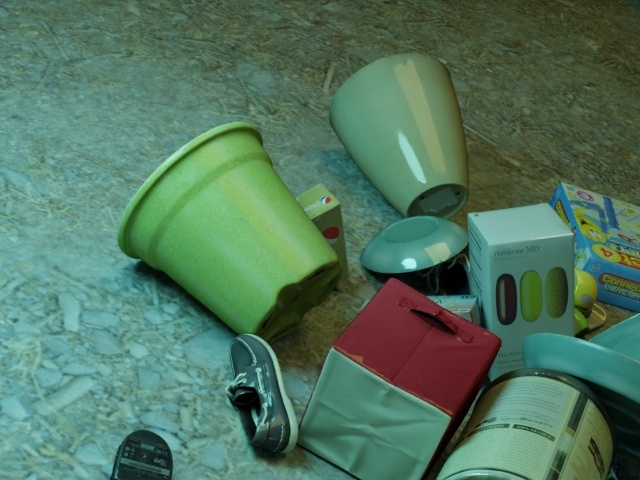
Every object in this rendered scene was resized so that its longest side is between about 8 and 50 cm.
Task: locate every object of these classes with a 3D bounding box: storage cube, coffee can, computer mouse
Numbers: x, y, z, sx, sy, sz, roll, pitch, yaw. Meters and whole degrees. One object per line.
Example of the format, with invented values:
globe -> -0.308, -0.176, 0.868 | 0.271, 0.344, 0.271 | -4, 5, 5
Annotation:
storage cube -> 0.104, 0.204, 1.604 | 0.184, 0.215, 0.193 | 30, 36, 12
coffee can -> 0.256, 0.313, 1.523 | 0.202, 0.201, 0.275 | 28, 29, 11
computer mouse -> -0.220, 0.314, 1.375 | 0.071, 0.041, 0.242 | 19, 35, -8

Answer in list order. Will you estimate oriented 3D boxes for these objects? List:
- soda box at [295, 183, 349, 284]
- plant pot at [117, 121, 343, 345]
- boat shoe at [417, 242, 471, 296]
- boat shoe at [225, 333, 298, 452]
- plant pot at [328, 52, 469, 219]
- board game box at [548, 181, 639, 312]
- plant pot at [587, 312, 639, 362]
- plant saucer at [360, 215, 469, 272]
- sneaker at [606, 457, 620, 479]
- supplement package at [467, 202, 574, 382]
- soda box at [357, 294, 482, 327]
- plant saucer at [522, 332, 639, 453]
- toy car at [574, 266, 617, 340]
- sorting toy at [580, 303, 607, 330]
soda box -> 0.000, 0.000, 1.899 | 0.061, 0.181, 0.058 | -29, 50, -19
plant pot -> -0.114, 0.011, 1.763 | 0.254, 0.276, 0.276 | 46, 35, 17
boat shoe -> 0.232, 0.063, 2.052 | 0.079, 0.095, 0.254 | 16, 36, -34
boat shoe -> -0.093, 0.200, 1.609 | 0.065, 0.075, 0.206 | 7, 37, -31
plant pot -> 0.178, -0.174, 2.289 | 0.257, 0.256, 0.274 | 3, 50, -31
board game box -> 0.627, 0.030, 2.379 | 0.308, 0.086, 0.302 | 16, 29, -11
plant pot -> 0.568, 0.220, 1.859 | 0.293, 0.293, 0.196 | -3, 64, -38
plant saucer -> 0.159, -0.004, 2.060 | 0.195, 0.037, 0.195 | -14, 22, 6
sneaker -> 0.416, 0.336, 1.740 | 0.071, 0.068, 0.170 | 19, 28, -18
supplement package -> 0.313, 0.082, 1.861 | 0.139, 0.244, 0.134 | -8, 24, -5
soda box -> 0.153, 0.123, 1.841 | 0.183, 0.058, 0.063 | -2, 22, 21
plant saucer -> 0.420, 0.232, 1.673 | 0.318, 0.043, 0.317 | 28, -16, 9
toy car -> 0.460, 0.137, 2.054 | 0.225, 0.053, 0.239 | -9, 55, -50
sorting toy -> 0.399, 0.105, 2.146 | 0.193, 0.038, 0.208 | 39, 33, 27
